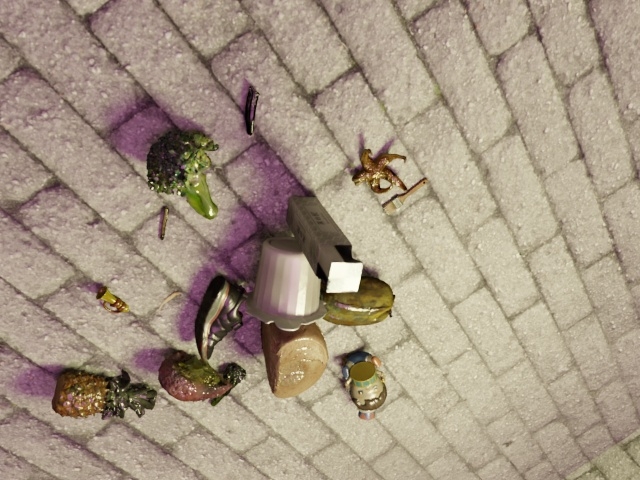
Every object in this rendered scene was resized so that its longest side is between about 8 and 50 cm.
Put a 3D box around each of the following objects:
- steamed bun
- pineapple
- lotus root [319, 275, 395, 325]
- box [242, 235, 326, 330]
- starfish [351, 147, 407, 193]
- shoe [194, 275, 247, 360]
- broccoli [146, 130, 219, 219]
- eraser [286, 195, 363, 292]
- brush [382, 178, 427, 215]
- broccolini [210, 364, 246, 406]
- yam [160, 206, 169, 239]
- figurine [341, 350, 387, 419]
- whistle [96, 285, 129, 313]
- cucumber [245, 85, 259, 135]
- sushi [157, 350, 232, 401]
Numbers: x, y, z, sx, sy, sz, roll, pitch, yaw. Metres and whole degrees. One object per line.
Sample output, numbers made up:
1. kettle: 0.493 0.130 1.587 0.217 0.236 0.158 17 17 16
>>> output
1. steamed bun: -0.081 0.338 1.804 0.199 0.252 0.302 -5 130 -16
2. pineapple: -0.683 0.496 1.784 0.309 0.141 0.170 18 87 -33
3. lotus root: 0.106 0.201 1.843 0.274 0.160 0.152 7 141 -19
4. box: -0.098 0.113 1.632 0.262 0.291 0.207 6 105 -4
5. starfish: 0.191 -0.207 1.680 0.189 0.074 0.146 18 113 -26
6. shoe: -0.315 0.249 1.769 0.137 0.114 0.291 12 111 -29
7. broccoli: -0.350 -0.191 1.510 0.275 0.177 0.199 37 68 -59
8. eraser: 0.000 0.000 1.541 0.096 0.404 0.098 1 117 -19
9. brush: 0.274 -0.143 1.780 0.169 0.014 0.043 -37 125 4
10. broccolini: -0.322 0.520 1.945 0.091 0.068 0.203 -3 127 -49
11. yam: -0.451 -0.047 1.606 0.014 0.014 0.107 7 117 -21
12. figurine: 0.169 0.541 2.054 0.161 0.158 0.276 -17 123 4
13. whistle: -0.628 0.191 1.673 0.057 0.046 0.109 -42 129 -8
14. cucumber: -0.189 -0.349 1.503 0.034 0.033 0.135 6 116 -17
15. sushi: -0.409 0.459 1.802 0.241 0.161 0.107 39 106 -12
